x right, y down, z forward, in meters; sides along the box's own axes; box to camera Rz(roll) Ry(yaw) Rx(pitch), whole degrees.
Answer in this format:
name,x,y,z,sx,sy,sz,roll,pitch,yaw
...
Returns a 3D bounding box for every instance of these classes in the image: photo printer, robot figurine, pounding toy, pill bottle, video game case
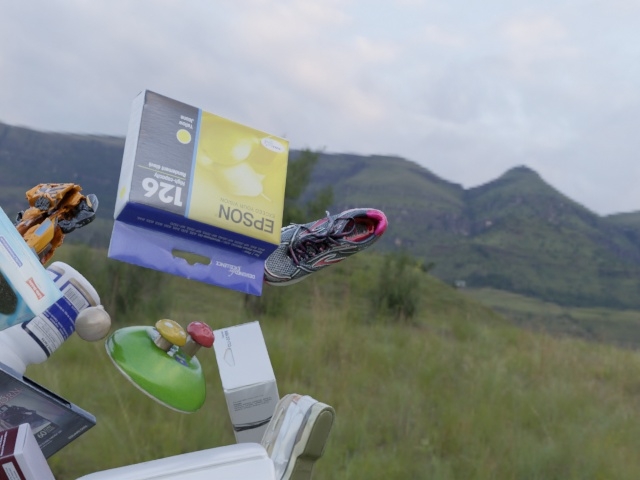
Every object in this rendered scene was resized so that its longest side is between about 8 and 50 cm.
name,x,y,z,sx,sy,sz,roll,pitch,yaw
photo printer,-0.221,0.363,1.148,0.307,0.107,0.256,-9,-10,-10
robot figurine,-0.586,-0.022,1.665,0.211,0.291,0.085,1,-49,30
pounding toy,-0.253,0.155,1.289,0.237,0.110,0.183,39,4,-5
pill bottle,-0.654,0.188,1.899,0.153,0.265,0.153,31,-29,20
video game case,-0.599,0.345,1.578,0.196,0.026,0.274,-35,-46,8

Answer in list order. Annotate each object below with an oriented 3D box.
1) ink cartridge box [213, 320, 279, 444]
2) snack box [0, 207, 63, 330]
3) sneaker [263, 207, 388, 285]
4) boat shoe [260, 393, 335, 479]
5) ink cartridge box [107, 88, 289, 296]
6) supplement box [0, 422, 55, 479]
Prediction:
name,x,y,z,sx,sy,sz,roll,pitch,yaw
ink cartridge box,-0.156,0.349,1.845,0.114,0.197,0.273,-14,-52,-8
snack box,-0.528,0.054,1.207,0.321,0.187,0.060,-20,17,42
sneaker,0.000,0.000,1.729,0.299,0.121,0.112,-25,0,-14
boat shoe,-0.079,0.432,1.524,0.103,0.302,0.113,17,-18,35
ink cartridge box,-0.207,-0.084,1.473,0.303,0.307,0.072,17,-27,-31
supplement box,-0.509,0.361,1.156,0.239,0.130,0.073,-16,27,-6
